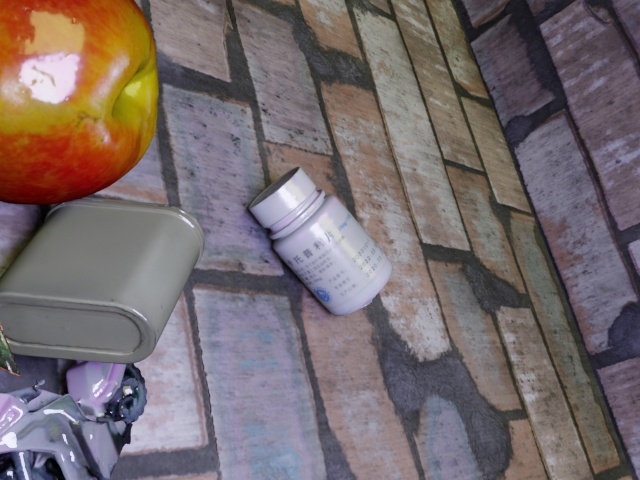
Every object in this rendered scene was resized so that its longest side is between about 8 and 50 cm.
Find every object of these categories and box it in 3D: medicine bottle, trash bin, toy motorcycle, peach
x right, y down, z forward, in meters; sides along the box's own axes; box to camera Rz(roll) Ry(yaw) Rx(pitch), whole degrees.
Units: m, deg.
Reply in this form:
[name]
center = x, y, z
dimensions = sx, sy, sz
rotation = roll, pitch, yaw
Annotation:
[medicine bottle]
center = 0.000, 0.000, 1.341
dimensions = 0.293, 0.170, 0.170
rotation = 50, 40, -12
[trash bin]
center = -0.307, 0.048, 0.916
dimensions = 0.243, 0.121, 0.247
rotation = 6, 31, 3
[toy motorcycle]
center = -0.338, 0.226, 0.847
dimensions = 0.188, 0.143, 0.327
rotation = 63, 23, -15
[peach]
center = -0.421, -0.229, 0.908
dimensions = 0.388, 0.388, 0.388
rotation = 26, 49, -34

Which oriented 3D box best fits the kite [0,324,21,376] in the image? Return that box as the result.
[kite]
center = -0.455, 0.093, 0.792
dimensions = 0.241, 0.183, 0.014
rotation = 25, 1, 5
